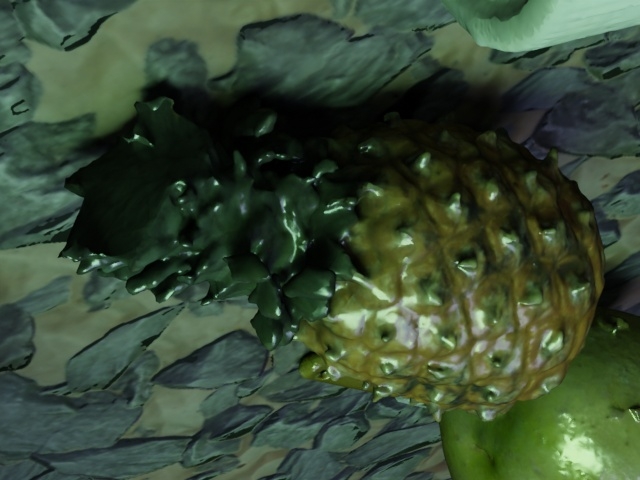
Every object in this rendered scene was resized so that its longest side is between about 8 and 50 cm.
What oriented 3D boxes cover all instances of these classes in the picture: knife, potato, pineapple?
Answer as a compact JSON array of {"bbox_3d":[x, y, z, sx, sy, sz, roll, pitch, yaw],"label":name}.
[{"bbox_3d":[0.078,0.105,1.029,0.046,0.022,0.256,-44,144,23],"label":"knife"},{"bbox_3d":[0.144,0.110,0.982,0.117,0.182,0.202,36,144,-18],"label":"potato"},{"bbox_3d":[0.000,0.000,0.709,0.279,0.158,0.158,13,136,-30],"label":"pineapple"}]

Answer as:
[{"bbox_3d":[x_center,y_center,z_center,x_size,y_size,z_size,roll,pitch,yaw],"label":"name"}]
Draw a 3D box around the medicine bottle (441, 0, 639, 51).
[{"bbox_3d":[0.206,-0.195,0.440,0.371,0.211,0.211,-16,150,-10],"label":"medicine bottle"}]
